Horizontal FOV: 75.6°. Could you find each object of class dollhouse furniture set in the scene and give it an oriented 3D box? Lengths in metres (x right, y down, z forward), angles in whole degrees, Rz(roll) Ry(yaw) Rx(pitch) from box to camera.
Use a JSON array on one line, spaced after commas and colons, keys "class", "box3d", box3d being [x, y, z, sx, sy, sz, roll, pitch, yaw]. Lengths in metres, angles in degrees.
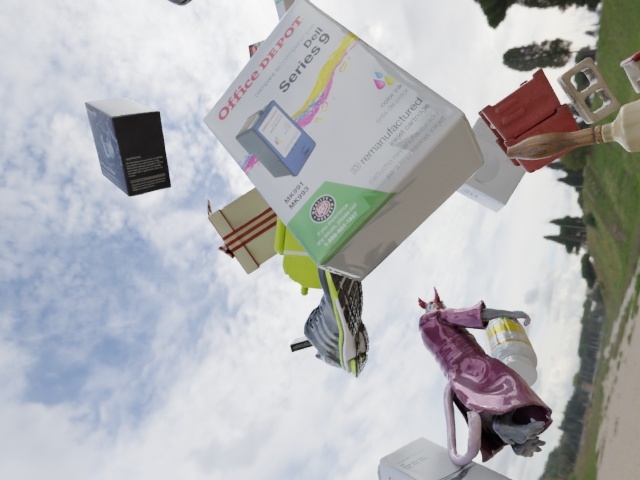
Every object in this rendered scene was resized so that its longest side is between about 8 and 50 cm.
[{"class": "dollhouse furniture set", "box3d": [0.508, -0.295, 0.777, 0.152, 0.374, 0.201, 56, -159, -2]}]

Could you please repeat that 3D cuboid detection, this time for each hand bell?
[{"class": "hand bell", "box3d": [0.399, -0.154, 0.606, 0.126, 0.242, 0.126, 5, -97, -44]}]

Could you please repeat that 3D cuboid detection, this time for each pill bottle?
[{"class": "pill bottle", "box3d": [0.519, 0.304, 1.127, 0.208, 0.118, 0.117, -55, -36, -68]}]

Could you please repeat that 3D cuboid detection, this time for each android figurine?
[{"class": "android figurine", "box3d": [0.000, 0.000, 0.978, 0.056, 0.248, 0.272, 12, -99, -67]}]

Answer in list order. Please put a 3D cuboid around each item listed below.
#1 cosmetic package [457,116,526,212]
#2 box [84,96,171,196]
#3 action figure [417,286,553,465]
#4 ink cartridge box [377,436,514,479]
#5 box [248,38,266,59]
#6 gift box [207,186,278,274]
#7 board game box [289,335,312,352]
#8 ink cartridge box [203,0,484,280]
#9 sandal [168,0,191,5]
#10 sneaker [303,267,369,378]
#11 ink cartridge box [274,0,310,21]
[{"class": "cosmetic package", "box3d": [0.568, -0.253, 1.402, 0.224, 0.224, 0.138, -58, -13, 0]}, {"class": "box", "box3d": [-0.388, -0.193, 0.835, 0.093, 0.156, 0.158, -23, -52, -37]}, {"class": "action figure", "box3d": [0.279, 0.253, 0.837, 0.276, 0.370, 0.248, -8, -48, -21]}, {"class": "ink cartridge box", "box3d": [0.237, 0.473, 0.643, 0.122, 0.289, 0.211, -7, -87, -34]}, {"class": "box", "box3d": [-0.080, -0.418, 1.008, 0.207, 0.114, 0.036, 31, -132, -72]}, {"class": "gift box", "box3d": [-0.227, -0.065, 1.391, 0.258, 0.255, 0.276, -34, -86, 2]}, {"class": "board game box", "box3d": [-0.001, 0.317, 1.345, 0.126, 0.186, 0.026, 51, -158, -84]}, {"class": "ink cartridge box", "box3d": [0.010, -0.094, 0.379, 0.154, 0.212, 0.093, -46, -31, 13]}, {"class": "sandal", "box3d": [-0.230, -0.401, 0.581, 0.060, 0.219, 0.090, 0, -53, -56]}, {"class": "sneaker", "box3d": [0.020, 0.158, 0.829, 0.111, 0.121, 0.299, -57, -36, -52]}, {"class": "ink cartridge box", "box3d": [-0.055, -0.447, 0.745, 0.063, 0.029, 0.115, -24, -75, -35]}]
